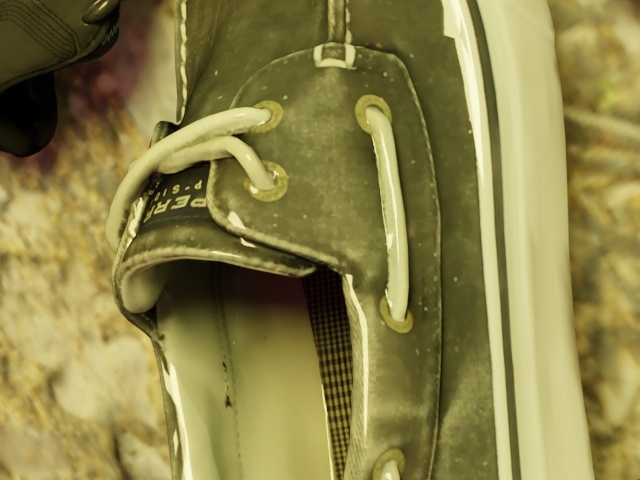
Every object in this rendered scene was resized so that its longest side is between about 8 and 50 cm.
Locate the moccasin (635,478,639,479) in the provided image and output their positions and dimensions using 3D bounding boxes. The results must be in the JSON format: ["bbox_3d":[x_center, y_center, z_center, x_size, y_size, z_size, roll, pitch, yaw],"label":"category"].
[{"bbox_3d":[0.183,0.150,0.496,0.380,0.147,0.139,7,114,35],"label":"moccasin"}]

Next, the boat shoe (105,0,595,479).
[{"bbox_3d":[0.000,0.000,0.523,0.121,0.119,0.335,-25,73,47],"label":"boat shoe"}]

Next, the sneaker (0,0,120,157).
[{"bbox_3d":[-0.089,-0.128,0.610,0.106,0.101,0.267,42,137,-1],"label":"sneaker"}]
